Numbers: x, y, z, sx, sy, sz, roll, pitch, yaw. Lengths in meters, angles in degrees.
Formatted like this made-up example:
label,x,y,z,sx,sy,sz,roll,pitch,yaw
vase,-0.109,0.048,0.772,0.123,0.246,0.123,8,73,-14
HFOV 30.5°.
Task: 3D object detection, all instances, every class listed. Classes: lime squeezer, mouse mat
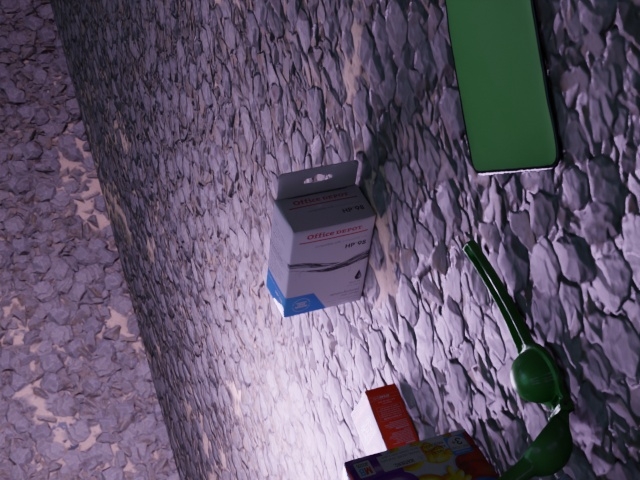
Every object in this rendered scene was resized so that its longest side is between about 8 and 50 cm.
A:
label,x,y,z,sx,sy,sz,roll,pitch,yaw
lime squeezer,0.164,0.139,1.015,0.059,0.110,0.310,77,-160,-53
mouse mat,0.150,-0.151,1.002,0.152,0.007,0.190,-177,77,-70

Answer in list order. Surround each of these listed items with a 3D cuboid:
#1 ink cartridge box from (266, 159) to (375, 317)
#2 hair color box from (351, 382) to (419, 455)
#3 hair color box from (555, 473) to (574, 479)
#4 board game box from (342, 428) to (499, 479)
label,x,y,z,sx,sy,sz,roll,pitch,yaw
ink cartridge box,0.000,0.000,1.358,0.180,0.104,0.060,97,153,-44
hair color box,0.086,0.246,1.361,0.072,0.043,0.141,112,141,-56
hair color box,0.252,0.337,0.750,0.185,0.113,0.374,55,175,-35
board game box,0.137,0.336,1.126,0.275,0.144,0.142,-126,31,-47
